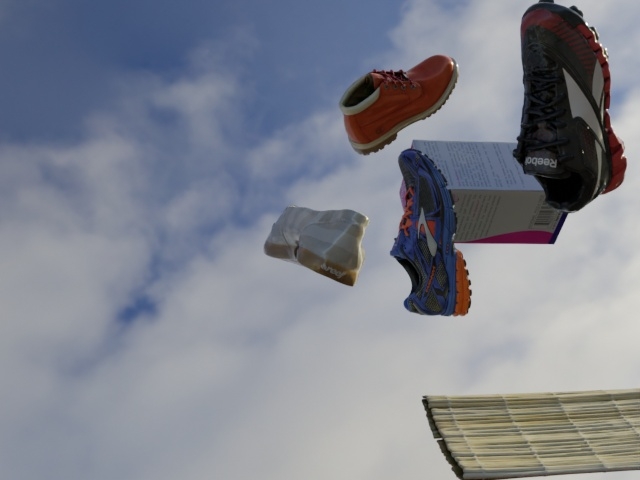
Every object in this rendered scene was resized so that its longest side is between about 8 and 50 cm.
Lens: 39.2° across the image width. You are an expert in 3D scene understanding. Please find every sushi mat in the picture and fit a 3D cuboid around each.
[{"bbox_3d":[0.276,0.206,0.980,0.317,0.151,0.019,0,-66,-12],"label":"sushi mat"}]

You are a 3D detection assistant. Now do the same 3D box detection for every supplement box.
[{"bbox_3d":[0.236,-0.069,1.298,0.220,0.114,0.111,0,-43,-11],"label":"supplement box"}]

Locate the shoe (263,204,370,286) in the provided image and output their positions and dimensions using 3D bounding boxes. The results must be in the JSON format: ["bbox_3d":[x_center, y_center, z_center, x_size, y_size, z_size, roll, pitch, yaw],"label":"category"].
[{"bbox_3d":[0.000,0.000,0.806,0.077,0.219,0.058,20,-91,-13],"label":"shoe"}]

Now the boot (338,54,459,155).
[{"bbox_3d":[0.091,-0.173,1.032,0.158,0.059,0.084,-39,-41,-6],"label":"boot"}]

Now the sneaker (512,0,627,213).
[{"bbox_3d":[0.288,-0.149,1.080,0.135,0.098,0.276,-42,-56,-29],"label":"sneaker"}]

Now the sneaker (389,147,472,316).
[{"bbox_3d":[0.126,-0.008,1.120,0.087,0.221,0.083,-11,-7,-4],"label":"sneaker"}]
